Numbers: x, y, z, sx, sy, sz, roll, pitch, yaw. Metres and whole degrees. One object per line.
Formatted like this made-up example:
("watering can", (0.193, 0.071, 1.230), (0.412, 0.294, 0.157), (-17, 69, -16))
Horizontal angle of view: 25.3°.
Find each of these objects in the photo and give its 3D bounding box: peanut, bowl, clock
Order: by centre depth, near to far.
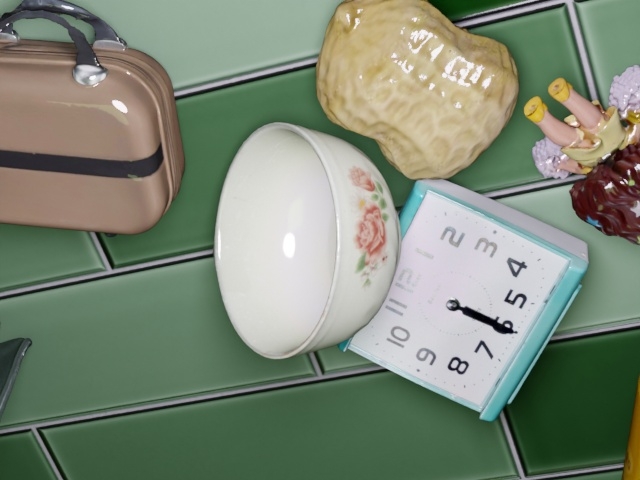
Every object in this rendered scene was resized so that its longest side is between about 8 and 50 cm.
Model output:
("peanut", (0.102, -0.179, 1.608), (0.233, 0.110, 0.196), (32, 122, -12))
("bowl", (0.000, 0.000, 1.677), (0.145, 0.277, 0.277), (0, 130, -31))
("clock", (0.175, 0.062, 1.751), (0.231, 0.116, 0.262), (25, 122, 1))

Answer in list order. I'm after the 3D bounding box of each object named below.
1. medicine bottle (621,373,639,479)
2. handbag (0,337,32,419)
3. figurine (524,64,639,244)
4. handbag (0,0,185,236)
("medicine bottle", (0.487, 0.209, 1.705), (0.224, 0.224, 0.384), (5, 123, 8))
("handbag", (-0.503, 0.252, 1.917), (0.079, 0.247, 0.260), (36, 120, -18))
("figurine", (0.328, -0.093, 1.612), (0.175, 0.115, 0.240), (-36, 108, 28))
("handbag", (-0.320, -0.152, 1.689), (0.302, 0.149, 0.283), (7, 121, 9))
